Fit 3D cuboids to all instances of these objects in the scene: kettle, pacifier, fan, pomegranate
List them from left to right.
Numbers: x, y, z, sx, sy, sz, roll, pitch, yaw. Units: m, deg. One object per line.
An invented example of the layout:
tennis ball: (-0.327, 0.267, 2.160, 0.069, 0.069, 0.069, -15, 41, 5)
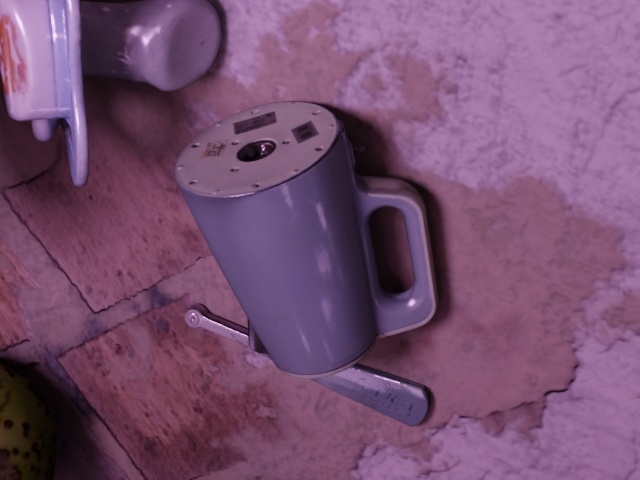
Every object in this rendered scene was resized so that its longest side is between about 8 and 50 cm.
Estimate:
pomegranate: (-0.464, 0.215, 1.706, 0.285, 0.285, 0.340, -49, 62, 39)
pacifier: (-0.194, -0.194, 1.357, 0.207, 0.227, 0.279, -4, 122, -10)
fan: (-0.015, 0.124, 1.553, 0.282, 0.023, 0.057, 23, 130, 9)
kettle: (0.000, 0.000, 1.403, 0.211, 0.160, 0.243, -18, 122, 3)
